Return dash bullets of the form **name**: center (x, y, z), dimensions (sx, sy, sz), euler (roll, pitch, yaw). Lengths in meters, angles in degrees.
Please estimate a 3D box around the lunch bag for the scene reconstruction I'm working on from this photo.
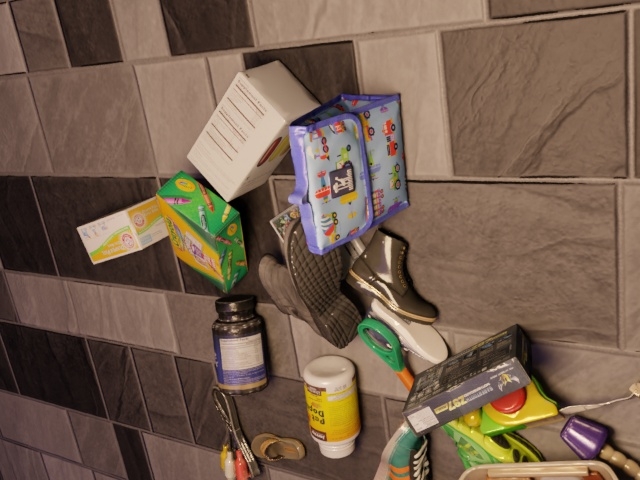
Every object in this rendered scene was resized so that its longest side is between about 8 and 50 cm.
- **lunch bag**: center (0.029, -0.122, 1.272), dimensions (0.138, 0.293, 0.221), euler (6, 115, 32)

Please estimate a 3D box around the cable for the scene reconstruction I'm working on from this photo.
- **cable**: center (-0.233, 0.522, 1.879), dimensions (0.139, 0.072, 0.288), euler (14, 122, 49)

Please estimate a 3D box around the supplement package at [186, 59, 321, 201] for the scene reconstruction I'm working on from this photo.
- **supplement package**: center (-0.136, -0.218, 1.438), dimensions (0.134, 0.139, 0.244), euler (47, 130, 7)

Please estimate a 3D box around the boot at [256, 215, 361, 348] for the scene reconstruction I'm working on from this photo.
- **boot**: center (-0.057, 0.070, 1.456), dimensions (0.222, 0.118, 0.338), euler (25, 143, 41)

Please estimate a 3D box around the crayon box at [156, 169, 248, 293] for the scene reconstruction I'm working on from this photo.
- **crayon box**: center (-0.253, -0.012, 1.573), dimensions (0.165, 0.081, 0.278), euler (35, 156, 17)

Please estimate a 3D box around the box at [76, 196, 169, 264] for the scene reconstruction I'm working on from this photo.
- **box**: center (-0.487, -0.024, 1.783), dimensions (0.203, 0.114, 0.103), euler (-15, 103, 36)

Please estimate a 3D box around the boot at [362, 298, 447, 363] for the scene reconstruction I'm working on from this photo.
- **boot**: center (0.172, 0.197, 1.477), dimensions (0.190, 0.069, 0.086), euler (43, 138, 18)

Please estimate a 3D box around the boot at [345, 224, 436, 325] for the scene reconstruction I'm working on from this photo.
- **boot**: center (0.163, 0.068, 1.419), dimensions (0.197, 0.077, 0.137), euler (29, 107, 3)

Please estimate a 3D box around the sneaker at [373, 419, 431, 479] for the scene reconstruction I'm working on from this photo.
- **sneaker**: center (0.197, 0.496, 1.570), dimensions (0.121, 0.108, 0.302), euler (28, 132, 20)

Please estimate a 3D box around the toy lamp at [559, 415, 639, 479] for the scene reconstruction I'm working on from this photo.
- **toy lamp**: center (0.567, 0.414, 1.297), dimensions (0.274, 0.080, 0.080), euler (33, 126, 15)

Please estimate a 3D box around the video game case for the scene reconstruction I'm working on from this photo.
- **video game case**: center (0.000, 0.000, 1.524), dimensions (0.173, 0.022, 0.190), euler (-31, 93, 39)

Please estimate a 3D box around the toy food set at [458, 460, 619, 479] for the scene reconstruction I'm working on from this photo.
- **toy food set**: center (0.431, 0.506, 1.343), dimensions (0.306, 0.093, 0.220), euler (-13, 134, 30)

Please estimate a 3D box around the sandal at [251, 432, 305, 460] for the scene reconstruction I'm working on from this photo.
- **sandal**: center (-0.117, 0.535, 1.829), dimensions (0.180, 0.049, 0.072), euler (-7, 106, 40)

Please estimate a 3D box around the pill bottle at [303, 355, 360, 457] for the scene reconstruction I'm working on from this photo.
- **pill bottle**: center (0.028, 0.377, 1.615), dimensions (0.117, 0.117, 0.215), euler (7, 114, 32)

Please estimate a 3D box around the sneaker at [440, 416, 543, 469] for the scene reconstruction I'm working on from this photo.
- **sneaker**: center (0.303, 0.404, 1.448), dimensions (0.295, 0.109, 0.124), euler (39, 123, 13)

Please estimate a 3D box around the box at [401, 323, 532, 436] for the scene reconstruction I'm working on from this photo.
- **box**: center (0.271, 0.253, 1.313), dimensions (0.232, 0.183, 0.059), euler (-31, 93, 19)

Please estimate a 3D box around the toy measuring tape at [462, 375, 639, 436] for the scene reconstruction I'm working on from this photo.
- **toy measuring tape**: center (0.417, 0.277, 1.331), dimensions (0.330, 0.121, 0.122), euler (-21, 99, 22)

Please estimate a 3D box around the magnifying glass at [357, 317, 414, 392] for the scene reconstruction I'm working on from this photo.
- **magnifying glass**: center (0.153, 0.248, 1.485), dimensions (0.092, 0.026, 0.231), euler (1, 130, 52)

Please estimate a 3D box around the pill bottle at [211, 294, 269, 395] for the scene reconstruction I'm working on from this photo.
- **pill bottle**: center (-0.190, 0.243, 1.689), dimensions (0.122, 0.122, 0.219), euler (-1, 97, 34)
